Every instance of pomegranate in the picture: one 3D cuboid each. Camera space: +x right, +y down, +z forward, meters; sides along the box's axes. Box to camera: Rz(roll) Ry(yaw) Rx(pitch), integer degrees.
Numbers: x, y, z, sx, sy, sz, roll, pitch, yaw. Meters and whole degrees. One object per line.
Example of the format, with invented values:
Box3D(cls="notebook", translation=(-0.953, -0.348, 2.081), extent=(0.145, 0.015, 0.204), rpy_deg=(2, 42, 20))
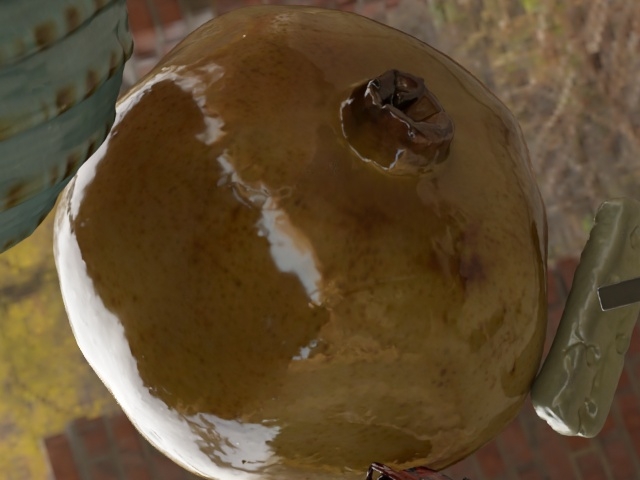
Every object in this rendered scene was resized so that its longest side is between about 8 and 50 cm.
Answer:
Box3D(cls="pomegranate", translation=(0.000, 0.000, 1.245), extent=(0.416, 0.416, 0.417), rpy_deg=(163, 90, -79))

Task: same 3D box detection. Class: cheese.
Box3D(cls="cheese", translation=(0.216, 0.059, 1.203), extent=(0.043, 0.065, 0.194), rpy_deg=(-7, 56, 57))

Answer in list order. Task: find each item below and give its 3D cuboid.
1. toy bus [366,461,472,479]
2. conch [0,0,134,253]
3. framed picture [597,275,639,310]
Box3D(cls="toy bus", translation=(0.034, 0.222, 0.751), extent=(0.073, 0.096, 0.235), rpy_deg=(32, 109, 44))
Box3D(cls="conch", translation=(-0.248, -0.081, 0.700), extent=(0.319, 0.303, 0.215), rpy_deg=(83, -170, -46))
Box3D(cls="framed picture", translation=(0.268, -0.001, 0.797), extent=(0.250, 0.184, 0.016), rpy_deg=(-4, -101, -60))
